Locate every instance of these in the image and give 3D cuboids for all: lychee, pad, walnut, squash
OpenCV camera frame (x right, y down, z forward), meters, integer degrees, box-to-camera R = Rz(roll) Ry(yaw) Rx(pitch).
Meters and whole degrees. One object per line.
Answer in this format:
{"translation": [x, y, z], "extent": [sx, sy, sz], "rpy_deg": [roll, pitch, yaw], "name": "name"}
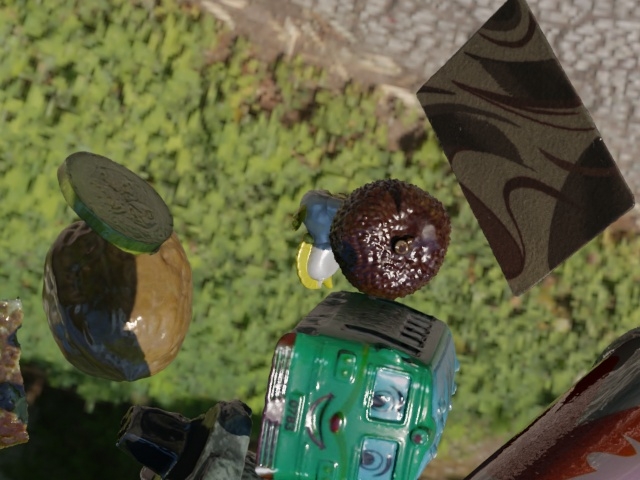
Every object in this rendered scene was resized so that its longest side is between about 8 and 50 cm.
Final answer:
{"translation": [0.100, -0.004, 1.890], "extent": [0.194, 0.194, 0.194], "rpy_deg": [12, 161, 4], "name": "lychee"}
{"translation": [0.246, -0.122, 1.559], "extent": [0.004, 0.330, 0.220], "rpy_deg": [0, 147, -41], "name": "pad"}
{"translation": [-0.388, 0.114, 2.397], "extent": [0.306, 0.344, 0.306], "rpy_deg": [-6, 153, -3], "name": "walnut"}
{"translation": [-0.341, -0.065, 2.076], "extent": [0.219, 0.219, 0.041], "rpy_deg": [29, 115, -38], "name": "squash"}

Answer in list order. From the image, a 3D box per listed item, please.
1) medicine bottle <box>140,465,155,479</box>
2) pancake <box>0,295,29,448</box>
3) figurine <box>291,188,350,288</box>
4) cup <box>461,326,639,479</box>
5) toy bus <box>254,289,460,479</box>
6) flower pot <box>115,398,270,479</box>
{"translation": [-0.177, 0.446, 1.931], "extent": [0.133, 0.133, 0.249], "rpy_deg": [-8, 110, 46], "name": "medicine bottle"}
{"translation": [-0.620, 0.167, 1.826], "extent": [0.427, 0.305, 0.067], "rpy_deg": [15, -155, -12], "name": "pancake"}
{"translation": [0.006, -0.001, 2.091], "extent": [0.109, 0.130, 0.178], "rpy_deg": [25, 136, 46], "name": "figurine"}
{"translation": [0.198, 0.192, 0.874], "extent": [0.203, 0.203, 0.288], "rpy_deg": [-7, -171, 45], "name": "cup"}
{"translation": [0.056, 0.180, 1.477], "extent": [0.199, 0.183, 0.343], "rpy_deg": [12, -171, 9], "name": "toy bus"}
{"translation": [-0.136, 0.339, 1.508], "extent": [0.283, 0.299, 0.299], "rpy_deg": [30, 158, -11], "name": "flower pot"}
